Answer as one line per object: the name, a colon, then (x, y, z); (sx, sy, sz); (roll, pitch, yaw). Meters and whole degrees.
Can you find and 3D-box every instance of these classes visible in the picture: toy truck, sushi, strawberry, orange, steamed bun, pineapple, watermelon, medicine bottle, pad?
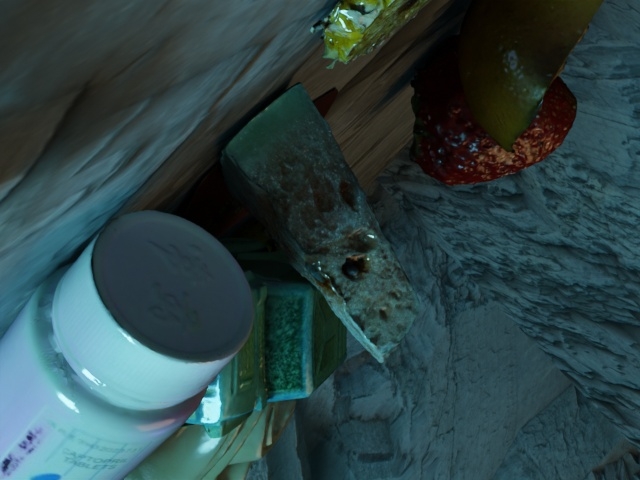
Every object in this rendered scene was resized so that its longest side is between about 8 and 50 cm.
toy truck: (-0.069, 0.083, 0.853); (0.156, 0.154, 0.279); (3, -172, 16)
sushi: (-0.095, 0.036, 1.345); (0.139, 0.131, 0.291); (-46, -174, 2)
strawberry: (0.286, -0.222, 1.449); (0.277, 0.257, 0.257); (-2, -178, 4)
orange: (0.321, -0.281, 1.211); (0.274, 0.310, 0.274); (-2, -167, 1)
steamed bun: (-0.162, 0.243, 1.197); (0.310, 0.219, 0.324); (-38, 155, -59)
pineapple: (0.076, -0.209, 0.664); (0.221, 0.047, 0.221); (-42, 178, -1)
watermelon: (0.000, 0.000, 0.778); (0.094, 0.241, 0.154); (-35, 171, -21)
medicine bottle: (-0.169, 0.100, 0.663); (0.254, 0.152, 0.152); (-43, 179, 36)
pad: (-0.075, -0.065, 0.930); (0.267, 0.004, 0.181); (-43, 170, -49)
